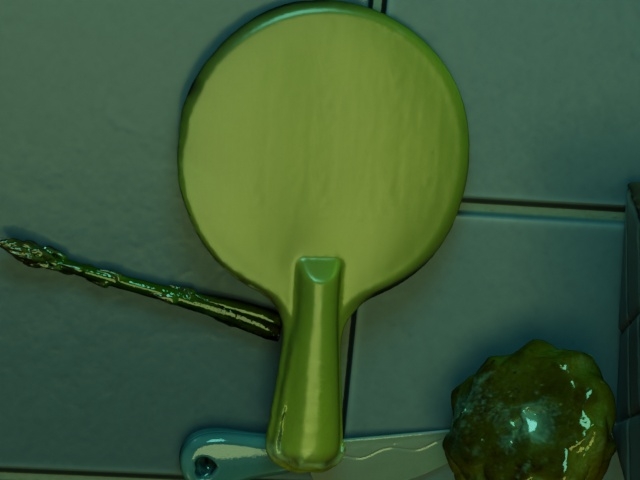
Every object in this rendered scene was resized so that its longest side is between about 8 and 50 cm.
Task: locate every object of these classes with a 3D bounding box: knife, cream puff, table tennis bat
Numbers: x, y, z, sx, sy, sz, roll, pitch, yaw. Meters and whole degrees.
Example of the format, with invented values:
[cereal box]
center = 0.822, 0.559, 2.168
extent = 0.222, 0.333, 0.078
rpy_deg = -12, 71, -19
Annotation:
[knife]
center = 0.007, 0.179, 1.461
extent = 0.244, 0.032, 0.058
rpy_deg = 1, 106, -9
[cream puff]
center = 0.172, 0.159, 1.423
extent = 0.146, 0.146, 0.116
rpy_deg = -32, 147, 6
[table tennis bat]
center = 0.000, 0.000, 1.380
extent = 0.224, 0.054, 0.368
rpy_deg = 1, 101, -8

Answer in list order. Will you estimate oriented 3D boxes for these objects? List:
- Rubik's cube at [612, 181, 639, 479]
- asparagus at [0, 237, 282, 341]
[Rubik's cube]
center = 0.340, 0.095, 1.336
extent = 0.225, 0.221, 0.231
rpy_deg = 0, 112, 3
[asparagus]
center = -0.139, 0.036, 1.401
extent = 0.233, 0.022, 0.023
rpy_deg = 17, 150, -12
